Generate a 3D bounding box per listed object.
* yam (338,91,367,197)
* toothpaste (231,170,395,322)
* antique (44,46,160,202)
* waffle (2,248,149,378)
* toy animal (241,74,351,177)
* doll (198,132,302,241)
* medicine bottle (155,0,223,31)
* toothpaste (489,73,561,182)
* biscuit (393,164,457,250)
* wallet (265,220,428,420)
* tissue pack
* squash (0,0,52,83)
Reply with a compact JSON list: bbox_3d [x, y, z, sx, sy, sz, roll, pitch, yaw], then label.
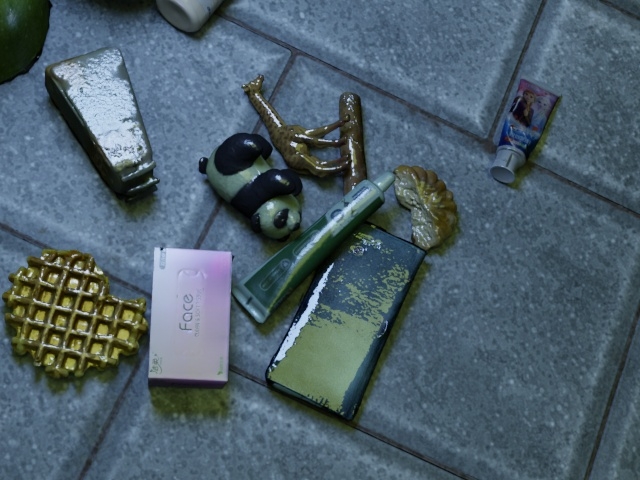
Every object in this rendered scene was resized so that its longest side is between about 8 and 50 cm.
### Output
[{"bbox_3d":[0.066,-0.185,1.966,0.056,0.057,0.241,2,72,-11],"label":"yam"},{"bbox_3d":[0.000,0.000,1.867,0.392,0.061,0.099,-42,62,-9],"label":"toothpaste"},{"bbox_3d":[-0.399,-0.211,1.843,0.150,0.125,0.284,-24,79,-17],"label":"antique"},{"bbox_3d":[-0.446,0.123,1.766,0.249,0.056,0.253,-18,76,-16],"label":"waffle"},{"bbox_3d":[-0.053,-0.221,1.944,0.275,0.054,0.149,26,99,15],"label":"toy animal"},{"bbox_3d":[-0.118,-0.106,1.868,0.234,0.143,0.135,46,100,5],"label":"doll"},{"bbox_3d":[-0.225,-0.549,1.993,0.114,0.114,0.252,34,69,1],"label":"medicine bottle"},{"bbox_3d":[0.430,-0.241,2.063,0.096,0.061,0.266,28,63,0],"label":"toothpaste"},{"bbox_3d":[0.218,-0.078,1.960,0.118,0.061,0.183,-18,76,-18],"label":"biscuit"},{"bbox_3d":[0.051,0.142,1.862,0.190,0.046,0.379,25,71,0],"label":"wallet"},{"bbox_3d":[-0.237,0.142,1.781,0.148,0.092,0.247,3,71,-12],"label":"tissue pack"},{"bbox_3d":[-0.660,-0.478,1.781,0.310,0.309,0.311,3,72,-9],"label":"squash"}]
